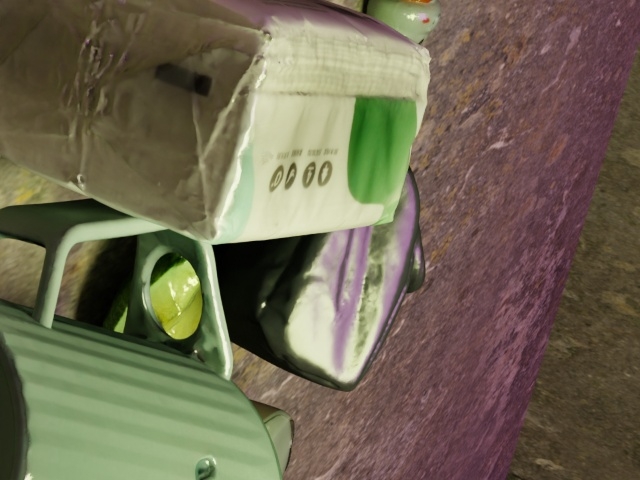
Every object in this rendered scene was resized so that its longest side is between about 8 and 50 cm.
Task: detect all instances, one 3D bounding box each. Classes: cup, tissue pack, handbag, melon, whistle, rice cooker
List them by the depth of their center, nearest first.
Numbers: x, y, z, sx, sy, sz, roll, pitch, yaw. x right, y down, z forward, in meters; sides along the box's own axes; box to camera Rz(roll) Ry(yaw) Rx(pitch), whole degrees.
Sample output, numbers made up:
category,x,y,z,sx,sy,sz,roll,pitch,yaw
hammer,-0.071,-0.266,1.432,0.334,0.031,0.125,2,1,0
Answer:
category,x,y,z,sx,sy,sz,roll,pitch,yaw
cup,-0.239,0.160,1.103,0.392,0.310,0.401,40,39,-63
tissue pack,-0.088,-0.124,1.150,0.356,0.266,0.194,-9,119,-65
melon,-0.161,0.114,1.419,0.196,0.124,0.324,-53,149,-47
handbag,0.002,0.002,1.451,0.275,0.178,0.302,-60,-159,-7
whistle,0.113,-0.326,1.665,0.102,0.105,0.253,-115,-147,-60
rice cooker,-0.112,0.274,1.692,0.206,0.127,0.145,-27,135,-54
